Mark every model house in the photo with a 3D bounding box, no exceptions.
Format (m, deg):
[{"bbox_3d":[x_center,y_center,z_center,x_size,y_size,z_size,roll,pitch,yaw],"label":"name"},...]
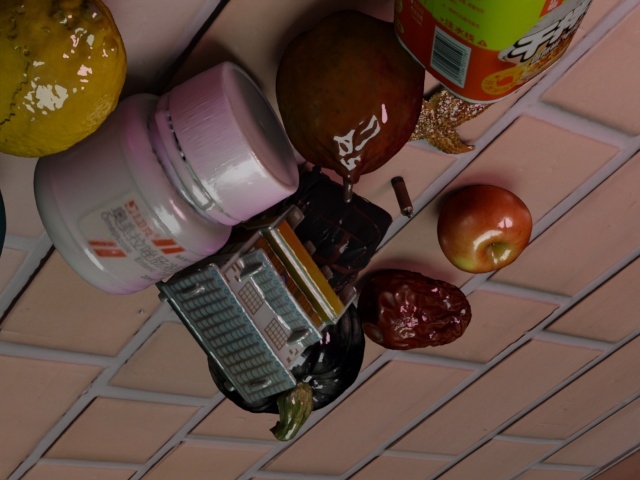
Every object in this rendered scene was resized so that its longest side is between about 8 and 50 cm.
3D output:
[{"bbox_3d":[-0.104,0.084,1.596,0.198,0.215,0.224,-10,120,46],"label":"model house"}]

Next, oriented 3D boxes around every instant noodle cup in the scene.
[{"bbox_3d":[0.212,-0.338,1.263,0.293,0.294,0.308,-10,154,-9],"label":"instant noodle cup"}]

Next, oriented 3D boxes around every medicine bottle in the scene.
[{"bbox_3d":[-0.205,-0.087,1.466,0.302,0.241,0.241,-27,145,16],"label":"medicine bottle"}]

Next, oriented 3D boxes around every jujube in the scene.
[{"bbox_3d":[0.178,0.132,2.035,0.230,0.155,0.155,3,143,-40],"label":"jujube"}]

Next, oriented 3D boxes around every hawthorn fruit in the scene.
[{"bbox_3d":[0.043,-0.172,1.438,0.208,0.248,0.208,-1,159,0],"label":"hawthorn fruit"}]

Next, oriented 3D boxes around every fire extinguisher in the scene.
[{"bbox_3d":[0.136,-0.068,1.776,0.022,0.083,0.028,-20,145,8],"label":"fire extinguisher"}]

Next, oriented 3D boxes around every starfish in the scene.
[{"bbox_3d":[0.184,-0.189,1.664,0.227,0.043,0.240,-30,146,21],"label":"starfish"}]

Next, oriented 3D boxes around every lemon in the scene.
[{"bbox_3d":[-0.337,-0.206,1.285,0.204,0.204,0.260,16,145,-38],"label":"lemon"}]

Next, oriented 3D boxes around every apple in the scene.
[{"bbox_3d":[0.279,-0.023,1.862,0.163,0.139,0.163,-8,133,-9],"label":"apple"}]

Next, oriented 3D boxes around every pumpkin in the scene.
[{"bbox_3d":[-0.054,0.216,1.942,0.295,0.296,0.296,-11,146,-7],"label":"pumpkin"}]

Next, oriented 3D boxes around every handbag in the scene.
[{"bbox_3d":[0.000,0.000,1.729,0.155,0.169,0.215,-46,173,-40],"label":"handbag"}]

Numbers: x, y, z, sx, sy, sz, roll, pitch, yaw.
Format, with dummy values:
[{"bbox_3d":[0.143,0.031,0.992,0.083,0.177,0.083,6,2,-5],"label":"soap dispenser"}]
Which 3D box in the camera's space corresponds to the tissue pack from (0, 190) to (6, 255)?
[{"bbox_3d":[-0.529,-0.068,1.410,0.198,0.206,0.287,-6,145,1],"label":"tissue pack"}]
